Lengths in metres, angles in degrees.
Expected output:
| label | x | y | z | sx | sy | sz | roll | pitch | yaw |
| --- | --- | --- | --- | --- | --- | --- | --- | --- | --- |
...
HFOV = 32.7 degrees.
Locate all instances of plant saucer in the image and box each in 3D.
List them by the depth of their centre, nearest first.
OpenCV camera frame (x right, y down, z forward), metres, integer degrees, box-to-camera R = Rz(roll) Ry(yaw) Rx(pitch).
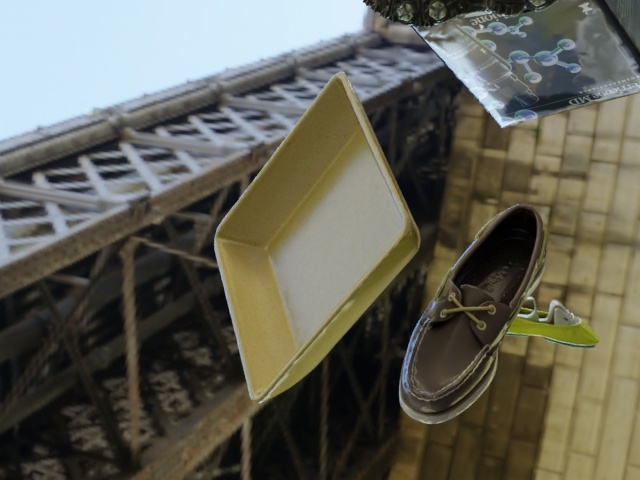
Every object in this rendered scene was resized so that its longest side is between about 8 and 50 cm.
| label | x | y | z | sx | sy | sz | roll | pitch | yaw |
| --- | --- | --- | --- | --- | --- | --- | --- | --- | --- |
| plant saucer | 0.000 | 0.000 | 1.433 | 0.081 | 0.333 | 0.333 | 20 | -57 | -33 |

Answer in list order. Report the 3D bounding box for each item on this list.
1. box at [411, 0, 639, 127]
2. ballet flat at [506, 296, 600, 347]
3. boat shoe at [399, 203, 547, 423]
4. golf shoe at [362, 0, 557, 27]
| label | x | y | z | sx | sy | sz | roll | pitch | yaw |
| --- | --- | --- | --- | --- | --- | --- | --- | --- | --- |
| box | 0.331 | -0.395 | 1.733 | 0.395 | 0.293 | 0.212 | 38 | -128 | -41 |
| ballet flat | 0.402 | 0.144 | 1.997 | 0.077 | 0.231 | 0.077 | -68 | -14 | -72 |
| boat shoe | 0.194 | 0.085 | 1.372 | 0.324 | 0.116 | 0.096 | -50 | -27 | -32 |
| golf shoe | 0.184 | -0.330 | 1.421 | 0.120 | 0.273 | 0.105 | -29 | -57 | -68 |
